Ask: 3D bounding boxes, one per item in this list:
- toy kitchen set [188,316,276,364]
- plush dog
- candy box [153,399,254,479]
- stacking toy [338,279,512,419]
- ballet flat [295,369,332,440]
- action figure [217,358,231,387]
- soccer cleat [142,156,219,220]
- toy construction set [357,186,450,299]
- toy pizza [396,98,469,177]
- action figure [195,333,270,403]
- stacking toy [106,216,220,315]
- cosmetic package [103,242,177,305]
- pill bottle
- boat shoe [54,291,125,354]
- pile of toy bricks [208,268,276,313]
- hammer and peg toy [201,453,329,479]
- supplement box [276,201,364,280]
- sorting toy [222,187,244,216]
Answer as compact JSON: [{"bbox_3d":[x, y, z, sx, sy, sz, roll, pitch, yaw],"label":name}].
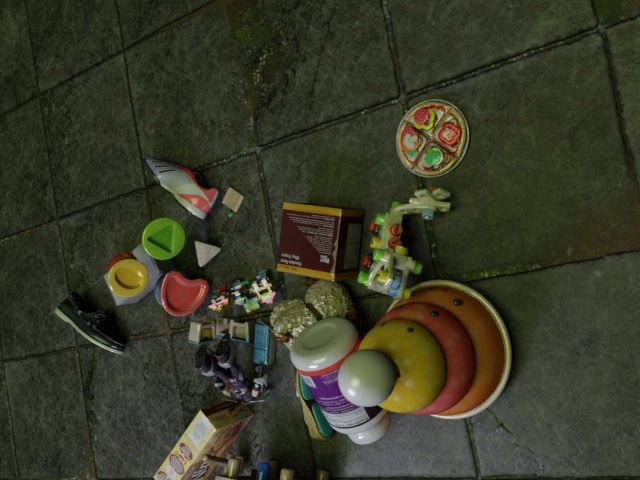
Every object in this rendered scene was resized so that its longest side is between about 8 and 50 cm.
[{"bbox_3d":[-0.265,0.307,1.971,0.207,0.166,0.122,4,93,32],"label":"toy kitchen set"},{"bbox_3d":[-0.015,0.206,1.814,0.225,0.210,0.262,-47,65,-1],"label":"plush dog"},{"bbox_3d":[-0.360,0.634,2.031,0.087,0.183,0.316,46,114,24],"label":"candy box"},{"bbox_3d":[0.202,0.278,1.485,0.351,0.480,0.350,1,92,32],"label":"stacking toy"},{"bbox_3d":[-0.034,0.461,1.884,0.073,0.080,0.232,-28,75,46],"label":"ballet flat"},{"bbox_3d":[-0.300,0.425,2.081,0.038,0.030,0.115,-23,81,26],"label":"action figure"},{"bbox_3d":[-0.453,-0.195,2.129,0.318,0.109,0.116,40,91,27],"label":"soccer cleat"},{"bbox_3d":[0.194,0.001,1.632,0.151,0.215,0.327,31,66,-2],"label":"toy construction set"},{"bbox_3d":[0.281,-0.262,1.684,0.201,0.032,0.201,1,92,32],"label":"toy pizza"},{"bbox_3d":[-0.252,0.399,1.940,0.186,0.285,0.099,-13,44,15],"label":"action figure"},{"bbox_3d":[-0.494,0.073,2.074,0.279,0.309,0.130,-60,30,-2],"label":"stacking toy"},{"bbox_3d":[-0.611,0.110,2.227,0.238,0.107,0.127,-37,75,25],"label":"cosmetic package"},{"bbox_3d":[0.065,0.367,1.695,0.182,0.181,0.322,-11,119,32],"label":"pill bottle"},{"bbox_3d":[-0.803,0.287,2.348,0.340,0.127,0.113,27,82,32],"label":"boat shoe"},{"bbox_3d":[-0.221,0.175,1.992,0.212,0.118,0.105,-22,108,15],"label":"pile of toy bricks"},{"bbox_3d":[-0.173,0.693,1.869,0.362,0.266,0.127,-1,72,32],"label":"hammer and peg toy"},{"bbox_3d":[0.000,0.000,1.815,0.192,0.129,0.194,8,96,32],"label":"supplement box"},{"bbox_3d":[-0.278,-0.116,2.059,0.062,0.012,0.083,34,105,22],"label":"sorting toy"}]
